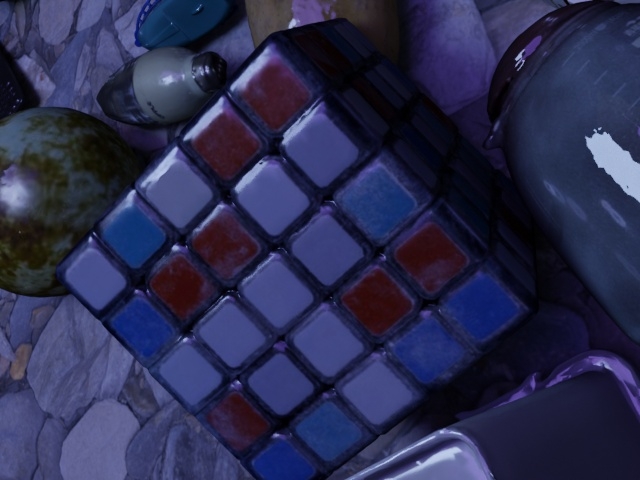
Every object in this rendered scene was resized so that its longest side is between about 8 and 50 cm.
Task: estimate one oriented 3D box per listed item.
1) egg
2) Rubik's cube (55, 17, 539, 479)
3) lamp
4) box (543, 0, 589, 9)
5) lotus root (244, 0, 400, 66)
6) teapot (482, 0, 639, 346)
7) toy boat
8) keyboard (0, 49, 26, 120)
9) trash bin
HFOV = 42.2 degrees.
[{"bbox_3d":[-0.356,-0.039,1.084,0.289,0.238,0.238,-48,60,41],"label":"egg"},{"bbox_3d":[0.000,0.000,0.760,0.293,0.287,0.292,-42,94,21],"label":"Rubik's cube"},{"bbox_3d":[-0.214,-0.200,1.090,0.250,0.101,0.101,-7,80,40],"label":"lamp"},{"bbox_3d":[0.235,-0.250,0.808,0.154,0.084,0.040,40,104,30],"label":"box"},{"bbox_3d":[0.002,-0.247,0.921,0.169,0.151,0.343,-13,81,29],"label":"lotus root"},{"bbox_3d":[0.303,-0.090,0.658,0.315,0.233,0.312,-39,69,-3],"label":"teapot"},{"bbox_3d":[-0.184,-0.309,1.104,0.175,0.091,0.110,-26,36,30],"label":"toy boat"},{"bbox_3d":[-0.515,-0.234,1.323,0.381,0.041,0.103,48,110,28],"label":"keyboard"},{"bbox_3d":[0.165,0.226,0.628,0.296,0.367,0.256,-33,67,25],"label":"trash bin"}]
